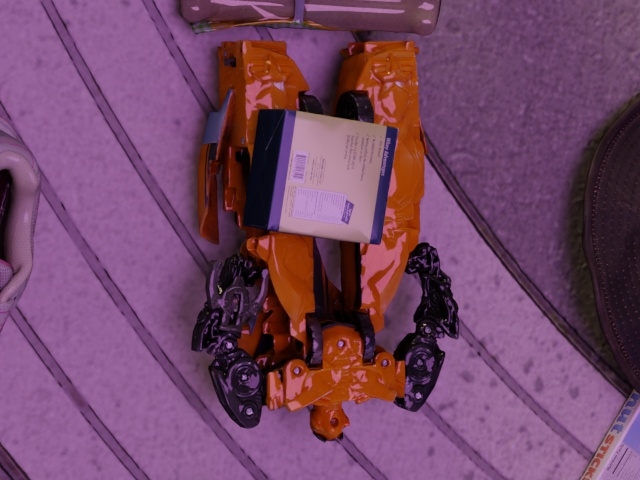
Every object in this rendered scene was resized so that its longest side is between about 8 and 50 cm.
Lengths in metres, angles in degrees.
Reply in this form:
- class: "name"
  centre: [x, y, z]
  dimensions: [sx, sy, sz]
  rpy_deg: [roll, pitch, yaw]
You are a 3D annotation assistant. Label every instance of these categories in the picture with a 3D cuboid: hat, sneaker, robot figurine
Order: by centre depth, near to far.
- class: "sneaker"
  centre: [-0.251, 0.033, 1.148]
  dimensions: [0.103, 0.111, 0.252]
  rpy_deg: [15, 89, -26]
- class: "robot figurine"
  centre: [0.000, 0.000, 1.281]
  dimensions: [0.211, 0.085, 0.291]
  rpy_deg: [-2, 95, -25]
- class: "hat"
  centre: [0.377, 0.002, 1.423]
  dimensions: [0.331, 0.134, 0.331]
  rpy_deg: [0, 91, -30]

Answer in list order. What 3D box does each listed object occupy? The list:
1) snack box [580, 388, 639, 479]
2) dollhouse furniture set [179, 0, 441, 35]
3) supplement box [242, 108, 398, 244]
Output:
- class: "snack box"
  centre: [0.280, 0.155, 1.465]
  dimensions: [0.064, 0.022, 0.178]
  rpy_deg: [37, 79, -23]
- class: "dollhouse furniture set"
  centre: [0.002, -0.309, 1.264]
  dimensions: [0.198, 0.151, 0.301]
  rpy_deg: [2, 115, -9]
- class: "supplement box"
  centre: [0.000, -0.043, 1.198]
  dimensions: [0.083, 0.056, 0.083]
  rpy_deg: [8, 91, -21]
